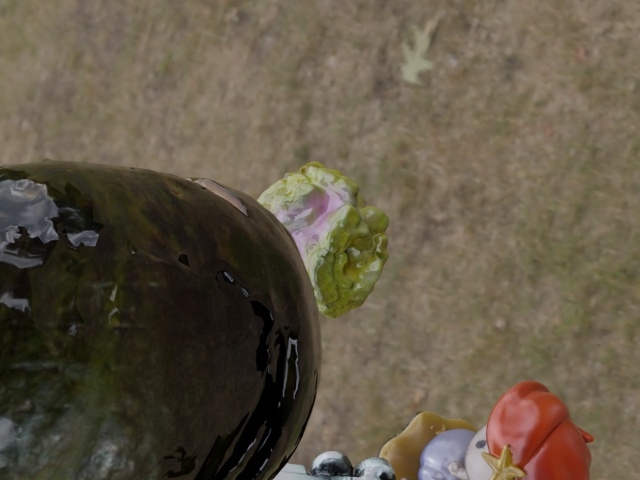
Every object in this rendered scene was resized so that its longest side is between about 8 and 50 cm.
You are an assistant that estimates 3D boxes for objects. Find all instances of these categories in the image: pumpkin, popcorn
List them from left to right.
[{"bbox_3d":[-0.154,0.054,0.694,0.320,0.320,0.192,5,94,60],"label":"pumpkin"},{"bbox_3d":[0.000,0.000,1.273,0.126,0.145,0.126,-30,13,15],"label":"popcorn"}]

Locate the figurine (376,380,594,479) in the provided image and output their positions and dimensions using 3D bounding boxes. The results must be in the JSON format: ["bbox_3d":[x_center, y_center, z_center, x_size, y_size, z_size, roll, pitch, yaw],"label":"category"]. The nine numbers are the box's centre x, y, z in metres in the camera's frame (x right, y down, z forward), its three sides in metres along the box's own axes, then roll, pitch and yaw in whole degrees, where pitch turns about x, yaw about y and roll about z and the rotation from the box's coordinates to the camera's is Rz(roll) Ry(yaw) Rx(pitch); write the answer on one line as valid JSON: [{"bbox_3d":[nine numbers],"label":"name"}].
[{"bbox_3d":[0.204,0.262,1.454,0.257,0.181,0.208,-20,73,60],"label":"figurine"}]

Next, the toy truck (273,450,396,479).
[{"bbox_3d":[-0.017,0.285,1.325,0.114,0.270,0.135,-104,25,-66],"label":"toy truck"}]
